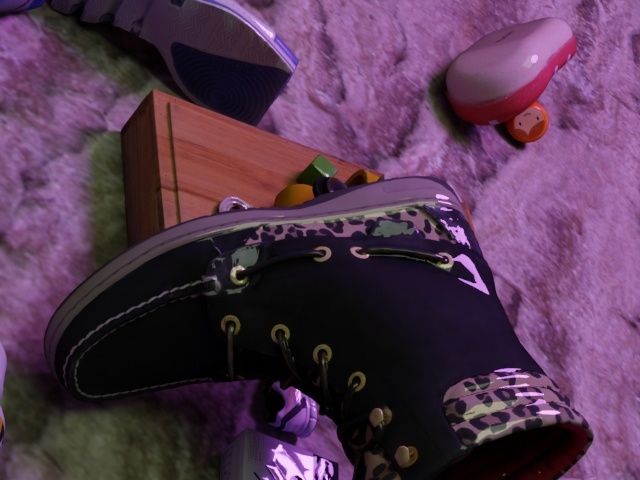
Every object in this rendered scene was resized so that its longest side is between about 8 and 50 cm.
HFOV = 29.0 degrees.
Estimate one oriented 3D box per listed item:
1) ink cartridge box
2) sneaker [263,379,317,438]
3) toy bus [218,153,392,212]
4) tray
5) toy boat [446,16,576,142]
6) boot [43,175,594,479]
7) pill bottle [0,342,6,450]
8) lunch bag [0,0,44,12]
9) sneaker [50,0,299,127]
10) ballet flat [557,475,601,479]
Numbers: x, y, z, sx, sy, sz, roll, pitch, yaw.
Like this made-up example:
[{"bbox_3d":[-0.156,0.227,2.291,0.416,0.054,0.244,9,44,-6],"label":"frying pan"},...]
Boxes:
[{"bbox_3d":[-0.035,0.261,1.005,0.097,0.046,0.207,25,40,-23],"label":"ink cartridge box"},{"bbox_3d":[-0.031,0.128,1.143,0.044,0.040,0.109,17,44,-30],"label":"sneaker"},{"bbox_3d":[0.041,-0.014,1.173,0.191,0.104,0.202,52,37,10],"label":"toy bus"},{"bbox_3d":[0.000,0.000,1.270,0.411,0.076,0.203,18,44,-32],"label":"tray"},{"bbox_3d":[0.270,-0.205,1.696,0.231,0.151,0.151,-41,116,-54],"label":"toy boat"},{"bbox_3d":[-0.002,0.107,0.968,0.377,0.138,0.284,-15,48,-19],"label":"boot"},{"bbox_3d":[-0.276,0.153,0.818,0.119,0.119,0.208,26,41,-23],"label":"pill bottle"},{"bbox_3d":[-0.319,-0.352,1.044,0.239,0.385,0.328,49,36,6],"label":"lunch bag"},{"bbox_3d":[-0.152,-0.280,1.350,0.315,0.127,0.182,33,40,-13],"label":"sneaker"},{"bbox_3d":[0.342,0.312,1.286,0.248,0.086,0.086,30,39,-19],"label":"ballet flat"}]
